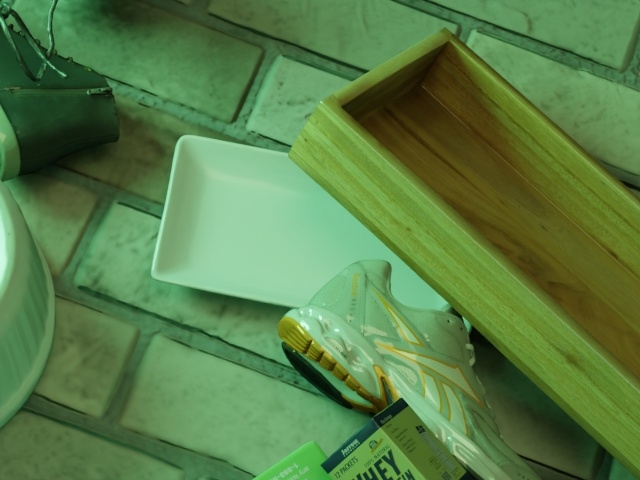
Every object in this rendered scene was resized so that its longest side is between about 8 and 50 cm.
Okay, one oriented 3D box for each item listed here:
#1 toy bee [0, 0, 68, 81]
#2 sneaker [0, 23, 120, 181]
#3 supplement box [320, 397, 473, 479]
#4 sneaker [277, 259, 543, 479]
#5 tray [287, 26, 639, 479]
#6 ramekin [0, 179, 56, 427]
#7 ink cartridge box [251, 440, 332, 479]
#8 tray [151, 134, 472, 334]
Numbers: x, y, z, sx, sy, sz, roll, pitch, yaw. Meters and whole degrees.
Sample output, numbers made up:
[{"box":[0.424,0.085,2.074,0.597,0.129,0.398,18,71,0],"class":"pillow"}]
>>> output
[{"box":[-0.193,-0.268,1.504,0.162,0.195,0.298,-25,65,8],"class":"toy bee"},{"box":[-0.265,-0.152,1.505,0.118,0.083,0.222,-16,66,-30],"class":"sneaker"},{"box":[0.057,0.171,1.294,0.056,0.083,0.083,-44,82,17],"class":"supplement box"},{"box":[0.099,0.115,1.392,0.262,0.099,0.121,42,69,3],"class":"sneaker"},{"box":[0.187,0.011,1.439,0.411,0.076,0.203,42,41,11],"class":"tray"},{"box":[-0.341,0.034,1.359,0.273,0.127,0.273,4,63,-8],"class":"ramekin"},{"box":[-0.007,0.318,1.273,0.198,0.115,0.273,-32,72,-23],"class":"ink cartridge box"},{"box":[0.000,0.000,1.487,0.270,0.030,0.145,11,63,-4],"class":"tray"}]
